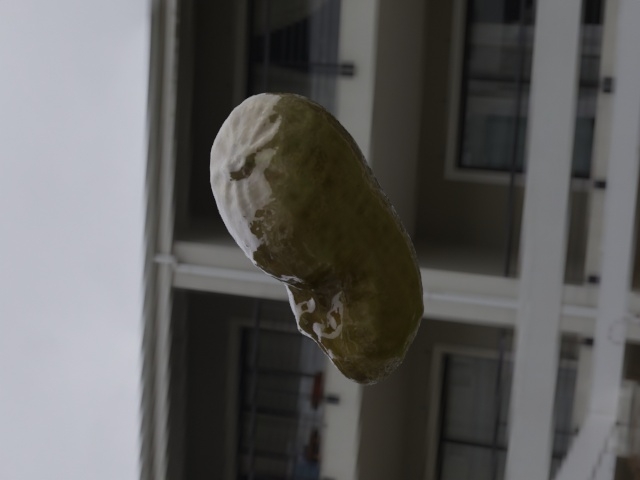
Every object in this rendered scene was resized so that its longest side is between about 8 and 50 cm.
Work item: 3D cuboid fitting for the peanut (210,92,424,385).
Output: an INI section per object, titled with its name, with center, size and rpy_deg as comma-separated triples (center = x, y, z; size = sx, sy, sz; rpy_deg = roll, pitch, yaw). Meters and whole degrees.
[peanut]
center = 0.000, 0.000, 1.073
size = 0.253, 0.122, 0.137
rpy_deg = 56, -138, -19
